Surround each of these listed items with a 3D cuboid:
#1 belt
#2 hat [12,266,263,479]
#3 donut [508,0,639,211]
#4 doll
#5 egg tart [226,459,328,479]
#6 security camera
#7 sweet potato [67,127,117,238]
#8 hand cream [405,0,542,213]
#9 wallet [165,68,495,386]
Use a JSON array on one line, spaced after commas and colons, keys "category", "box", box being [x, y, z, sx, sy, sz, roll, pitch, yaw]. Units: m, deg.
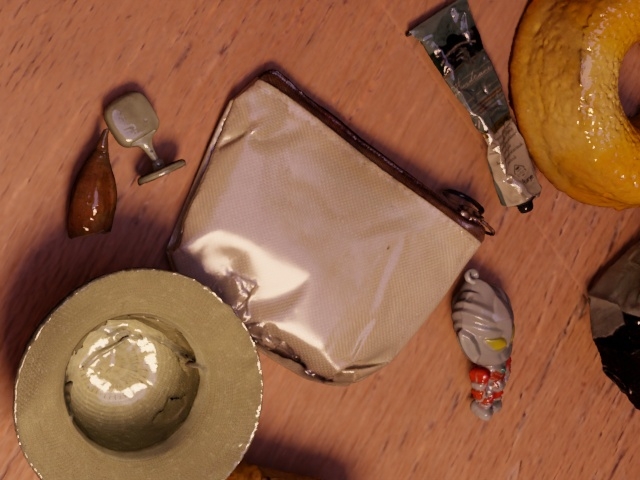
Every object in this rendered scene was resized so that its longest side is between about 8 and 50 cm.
[{"category": "belt", "box": [0.427, 0.052, 1.774, 0.289, 0.184, 0.164, -43, 120, -9]}, {"category": "hat", "box": [-0.196, 0.141, 1.580, 0.257, 0.130, 0.257, -4, 102, -21]}, {"category": "donut", "box": [0.361, -0.176, 1.749, 0.302, 0.110, 0.303, -4, 102, -21]}, {"category": "doll", "box": [0.185, 0.115, 1.758, 0.094, 0.079, 0.180, -29, 119, -44]}, {"category": "egg tart", "box": [-0.039, 0.333, 1.648, 0.170, 0.215, 0.215, 0, 100, -35]}, {"category": "security camera", "box": [-0.182, -0.106, 1.590, 0.058, 0.058, 0.092, -27, 96, -15]}, {"category": "sweet potato", "box": [-0.226, -0.056, 1.575, 0.049, 0.049, 0.117, 8, 100, -22]}, {"category": "hand cream", "box": [0.178, -0.140, 1.724, 0.075, 0.052, 0.248, -38, 106, -38]}, {"category": "wallet", "box": [0.002, -0.001, 1.670, 0.335, 0.068, 0.275, 34, 83, -16]}]
